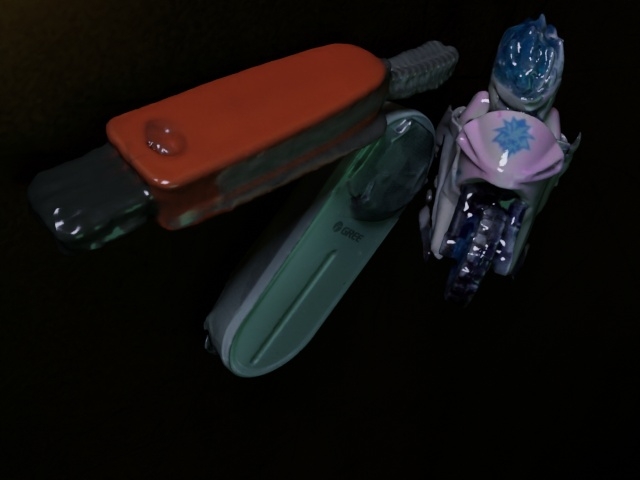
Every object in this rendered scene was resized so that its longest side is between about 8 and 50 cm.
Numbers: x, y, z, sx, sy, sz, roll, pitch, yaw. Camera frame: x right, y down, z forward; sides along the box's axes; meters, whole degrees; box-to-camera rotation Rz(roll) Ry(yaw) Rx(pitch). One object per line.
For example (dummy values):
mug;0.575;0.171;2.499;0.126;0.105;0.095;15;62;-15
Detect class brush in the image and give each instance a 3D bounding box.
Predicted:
brush;-0.027;-0.077;0.502;0.323;0.070;0.051;-28;143;-33

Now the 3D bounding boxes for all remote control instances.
remote control;0.000;0.000;0.619;0.247;0.052;0.104;-54;147;7

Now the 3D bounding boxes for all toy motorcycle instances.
toy motorcycle;0.149;-0.077;0.622;0.108;0.239;0.204;10;117;-5
